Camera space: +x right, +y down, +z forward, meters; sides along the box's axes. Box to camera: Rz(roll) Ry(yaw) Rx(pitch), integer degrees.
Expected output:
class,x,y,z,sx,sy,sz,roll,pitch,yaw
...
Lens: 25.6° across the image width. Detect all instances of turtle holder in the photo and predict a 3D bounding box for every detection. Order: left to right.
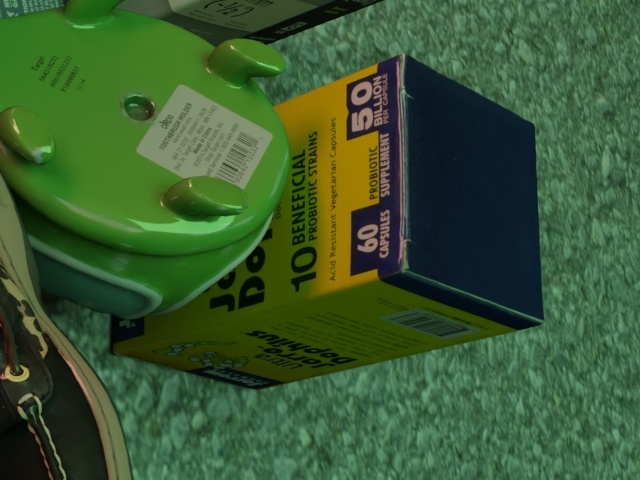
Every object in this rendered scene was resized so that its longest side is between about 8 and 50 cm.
class,x,y,z,sx,sy,sz,roll,pitch,yaw
turtle holder,-0.196,-0.058,1.132,0.320,0.227,0.243,4,53,-21

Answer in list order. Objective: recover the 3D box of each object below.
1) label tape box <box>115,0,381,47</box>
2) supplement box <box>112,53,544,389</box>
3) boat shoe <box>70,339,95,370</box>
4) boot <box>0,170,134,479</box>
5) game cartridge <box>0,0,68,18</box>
class,x,y,z,sx,sy,sz,roll,pitch,yaw
label tape box,-0.023,-0.275,1.316,0.249,0.348,0.115,-6,82,-66
supplement box,0.000,0.000,1.279,0.195,0.357,0.194,20,62,-43
boat shoe,-0.218,0.195,1.176,0.076,0.083,0.226,-8,83,-50
boot,-0.286,0.079,0.875,0.284,0.138,0.377,8,52,-53
game cartridge,-0.294,-0.277,1.283,0.198,0.062,0.297,-10,85,-45
